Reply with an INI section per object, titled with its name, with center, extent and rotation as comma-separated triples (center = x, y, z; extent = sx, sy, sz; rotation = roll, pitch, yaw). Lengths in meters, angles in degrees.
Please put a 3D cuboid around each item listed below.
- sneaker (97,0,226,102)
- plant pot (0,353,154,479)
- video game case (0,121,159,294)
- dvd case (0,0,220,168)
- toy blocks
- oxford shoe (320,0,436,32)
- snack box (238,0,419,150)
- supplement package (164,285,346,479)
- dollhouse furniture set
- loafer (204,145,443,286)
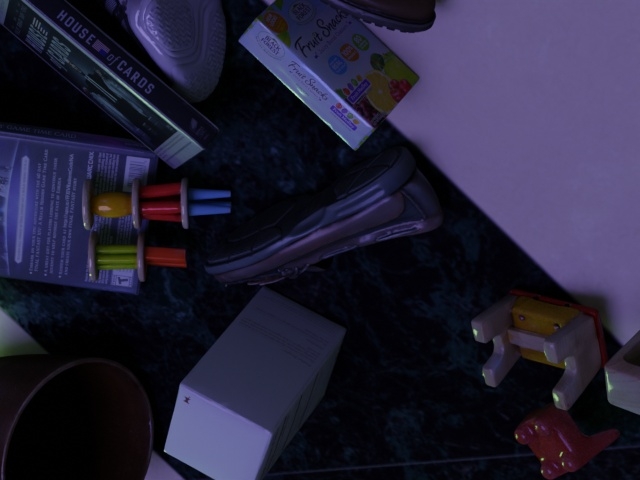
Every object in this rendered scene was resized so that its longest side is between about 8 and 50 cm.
[sneaker]
center = -0.194, -0.246, 1.470
extent = 0.153, 0.101, 0.269
rotation = -5, 118, 39
[plant pot]
center = -0.348, 0.217, 1.830
extent = 0.230, 0.215, 0.215
rotation = 12, 128, 41
[video game case]
center = -0.314, -0.038, 1.651
extent = 0.274, 0.026, 0.196
rotation = 8, 130, -6
[dvd case]
center = -0.208, -0.161, 1.500
extent = 0.238, 0.029, 0.179
rotation = 39, 169, -9
[toy blocks]
center = -0.164, -0.010, 1.624
extent = 0.148, 0.054, 0.123
rotation = 0, 130, 0
[oxford shoe]
center = 0.014, -0.263, 1.343
extent = 0.227, 0.083, 0.096
rotation = 39, 128, 0
[snack box]
center = 0.009, -0.160, 1.404
extent = 0.141, 0.100, 0.037
rotation = 43, 132, -3
[supplement package]
center = -0.065, 0.151, 1.613
extent = 0.105, 0.179, 0.105
rotation = 28, 131, 11
[dollhouse furniture set]
center = 0.340, 0.157, 1.433
extent = 0.374, 0.152, 0.201
rotation = 15, 131, 43
[loafer]
center = 0.000, 0.000, 1.531
extent = 0.267, 0.096, 0.084
rotation = -26, 112, 38
